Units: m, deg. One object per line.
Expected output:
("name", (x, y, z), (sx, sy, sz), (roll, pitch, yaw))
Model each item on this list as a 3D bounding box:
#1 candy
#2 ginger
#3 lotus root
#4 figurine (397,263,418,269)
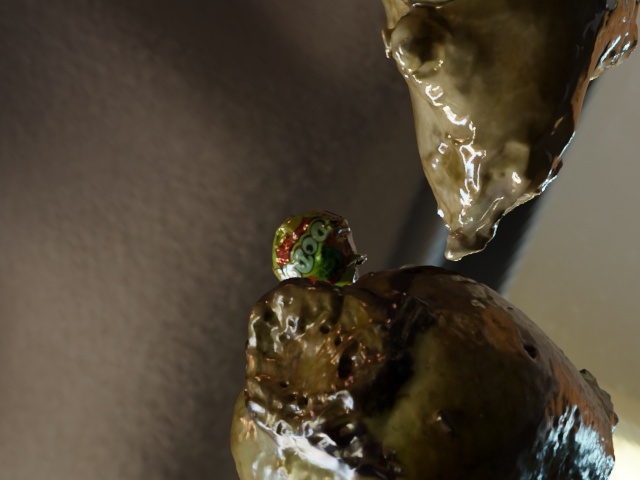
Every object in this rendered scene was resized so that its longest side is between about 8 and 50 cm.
("candy", (0.000, 0.000, 1.287), (0.060, 0.201, 0.060), (0, -83, 2))
("ginger", (0.082, -0.132, 0.927), (0.219, 0.123, 0.270), (16, -113, -47))
("lotus root", (0.051, 0.067, 0.654), (0.108, 0.094, 0.191), (-21, -26, 30))
("figurine", (0.058, 0.143, 1.284), (0.140, 0.265, 0.193), (27, -55, -7))
